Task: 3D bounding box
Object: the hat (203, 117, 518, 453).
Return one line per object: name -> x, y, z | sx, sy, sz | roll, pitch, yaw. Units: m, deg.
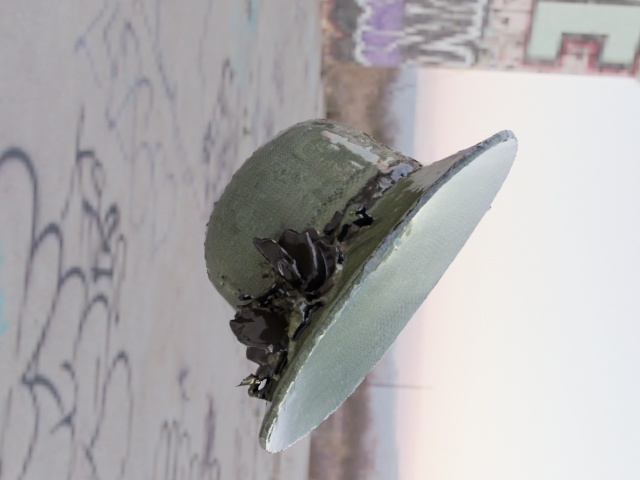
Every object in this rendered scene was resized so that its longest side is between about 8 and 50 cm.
hat -> 0.000, 0.000, 0.820 | 0.257, 0.130, 0.257 | -49, 166, -17
